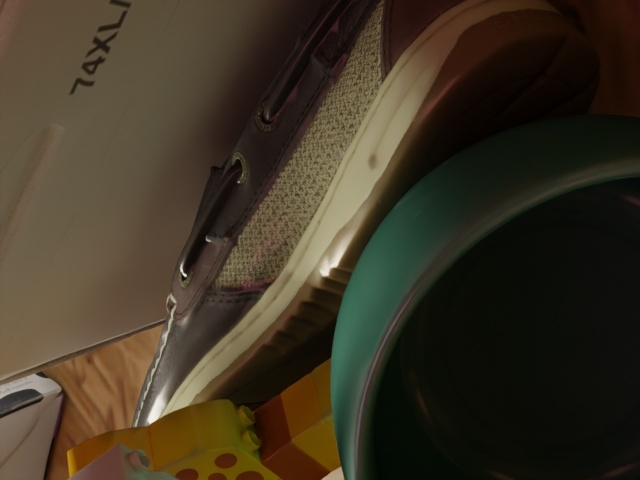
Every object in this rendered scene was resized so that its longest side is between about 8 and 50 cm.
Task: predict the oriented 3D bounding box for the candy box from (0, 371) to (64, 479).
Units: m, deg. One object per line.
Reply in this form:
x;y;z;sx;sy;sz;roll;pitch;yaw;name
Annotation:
-0.210;0.084;0.705;0.196;0.070;0.165;35;124;29;candy box

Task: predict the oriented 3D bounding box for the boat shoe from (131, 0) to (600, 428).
-0.001;0.000;0.492;0.223;0.080;0.073;-56;48;39;boat shoe

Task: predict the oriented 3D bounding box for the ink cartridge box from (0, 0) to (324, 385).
-0.151;-0.106;0.503;0.270;0.197;0.198;48;129;20;ink cartridge box

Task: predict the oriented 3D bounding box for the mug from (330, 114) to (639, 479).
0.080;0.032;0.401;0.097;0.157;0.130;-112;11;-77;mug

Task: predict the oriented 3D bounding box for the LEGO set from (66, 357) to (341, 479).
0.007;0.087;0.470;0.093;0.227;0.087;-36;41;17;LEGO set
